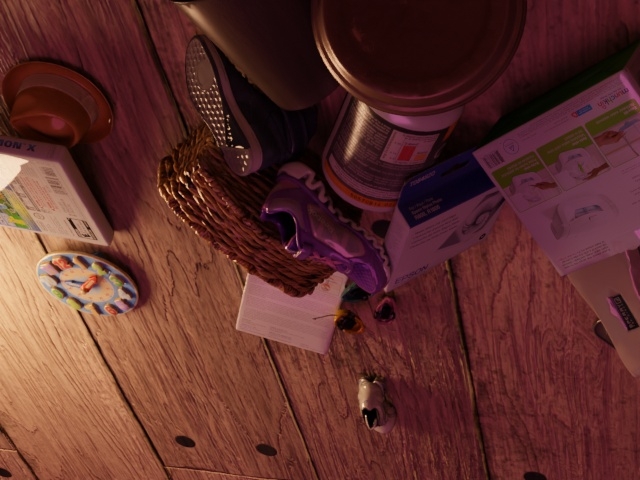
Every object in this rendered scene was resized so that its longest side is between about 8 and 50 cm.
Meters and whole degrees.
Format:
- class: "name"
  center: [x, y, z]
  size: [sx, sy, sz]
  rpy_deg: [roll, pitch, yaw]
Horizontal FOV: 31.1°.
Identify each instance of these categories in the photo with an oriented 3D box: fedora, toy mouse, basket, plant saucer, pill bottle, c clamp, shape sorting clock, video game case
- class: "fedora"
  center: [-0.436, -0.202, 1.864]
  size: [0.194, 0.079, 0.194]
  rpy_deg: [11, 140, 9]
- class: "toy mouse"
  center: [0.087, 0.108, 2.052]
  size: [0.161, 0.031, 0.143]
  rpy_deg: [24, 117, -24]
- class: "basket"
  center: [-0.066, -0.299, 1.564]
  size: [0.204, 0.154, 0.227]
  rpy_deg: [-14, 135, 30]
- class: "plant saucer"
  center: [0.118, -0.295, 1.446]
  size: [0.278, 0.041, 0.278]
  rpy_deg: [1, 95, 13]
- class: "pill bottle"
  center: [0.110, -0.179, 1.621]
  size: [0.162, 0.162, 0.278]
  rpy_deg: [21, 141, -4]
- class: "c clamp"
  center: [0.541, 0.157, 1.960]
  size: [0.161, 0.022, 0.137]
  rpy_deg: [37, 137, -21]
- class: "shape sorting clock"
  center: [-0.454, 0.087, 2.235]
  size: [0.206, 0.040, 0.206]
  rpy_deg: [11, 140, 9]
- class: "basket"
  center: [-0.117, -0.033, 1.835]
  size: [0.299, 0.213, 0.223]
  rpy_deg: [36, 136, -20]
- class: "video game case"
  center: [-0.538, -0.095, 1.992]
  size: [0.300, 0.036, 0.329]
  rpy_deg: [10, 157, 9]

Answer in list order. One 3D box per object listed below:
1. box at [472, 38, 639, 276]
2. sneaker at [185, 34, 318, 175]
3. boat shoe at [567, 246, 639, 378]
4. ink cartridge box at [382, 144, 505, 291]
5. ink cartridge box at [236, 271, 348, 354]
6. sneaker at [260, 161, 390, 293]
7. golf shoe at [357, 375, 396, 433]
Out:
- class: "box"
  center: [0.387, -0.107, 1.578]
  size: [0.262, 0.127, 0.231]
  rpy_deg: [-30, 102, 42]
- class: "sneaker"
  center: [-0.100, -0.212, 1.728]
  size: [0.086, 0.163, 0.226]
  rpy_deg: [-34, 78, 49]
- class: "boat shoe"
  center: [0.485, 0.047, 1.794]
  size: [0.127, 0.158, 0.340]
  rpy_deg: [-19, 100, 42]
- class: "ink cartridge box"
  center: [0.193, -0.041, 1.725]
  size: [0.045, 0.223, 0.224]
  rpy_deg: [49, 149, 25]
- class: "ink cartridge box"
  center: [-0.046, 0.091, 2.097]
  size: [0.181, 0.056, 0.224]
  rpy_deg: [16, 122, 2]
- class: "sneaker"
  center: [0.000, 0.000, 1.699]
  size: [0.236, 0.104, 0.095]
  rpy_deg: [46, 147, -5]
- class: "golf shoe"
  center: [0.105, 0.349, 2.296]
  size: [0.069, 0.086, 0.176]
  rpy_deg: [-1, 138, 19]
